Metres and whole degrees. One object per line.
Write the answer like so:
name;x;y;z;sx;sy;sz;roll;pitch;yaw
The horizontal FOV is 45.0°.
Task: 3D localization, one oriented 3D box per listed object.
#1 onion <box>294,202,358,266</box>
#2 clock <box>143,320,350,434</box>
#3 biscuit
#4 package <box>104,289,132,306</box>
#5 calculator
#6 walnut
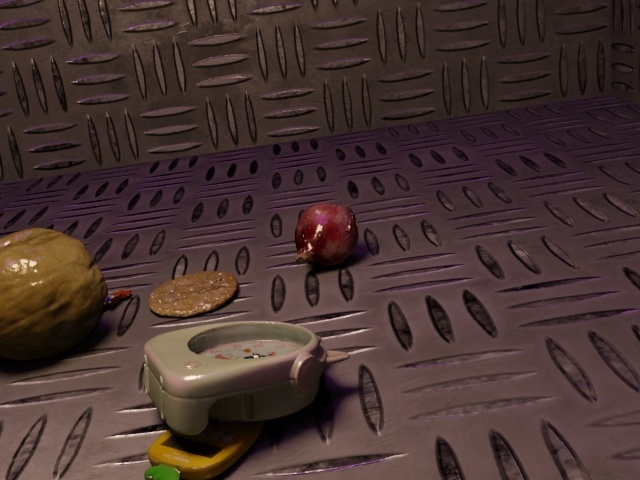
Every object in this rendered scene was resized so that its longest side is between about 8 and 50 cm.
onion;0.000;0.000;1.860;0.159;0.159;0.195;5;36;33
clock;-0.121;0.216;1.296;0.324;0.109;0.265;-5;9;-22
biscuit;-0.294;0.122;1.797;0.219;0.033;0.220;-8;21;3
package;-0.497;0.140;1.832;0.077;0.033;0.111;-30;3;9
calculator;-0.182;0.318;1.208;0.146;0.032;0.235;4;21;31
walnut;-0.601;0.113;1.617;0.277;0.253;0.282;-20;23;-32
